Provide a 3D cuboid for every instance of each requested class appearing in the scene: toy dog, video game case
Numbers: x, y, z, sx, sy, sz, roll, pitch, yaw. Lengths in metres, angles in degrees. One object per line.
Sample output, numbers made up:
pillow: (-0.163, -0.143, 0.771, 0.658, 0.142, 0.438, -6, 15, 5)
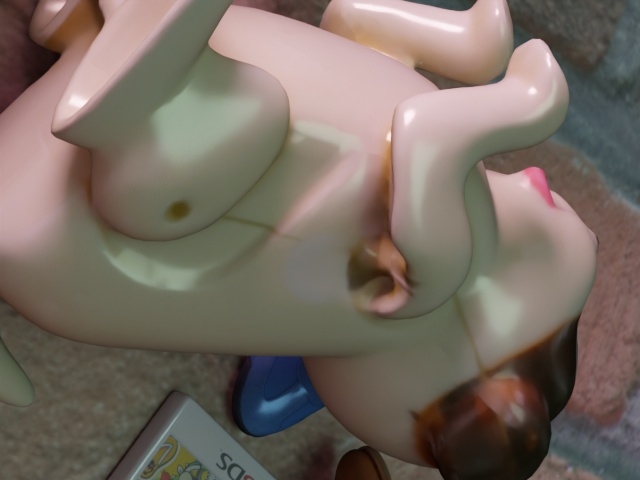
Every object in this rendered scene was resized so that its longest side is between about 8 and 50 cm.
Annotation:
toy dog: (0.000, 0.000, 1.026, 0.408, 0.284, 0.395, 31, 93, -24)
video game case: (-0.105, 0.258, 1.184, 0.227, 0.026, 0.206, -54, 126, -18)

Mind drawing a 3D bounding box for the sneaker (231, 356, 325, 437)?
sneaker: (0.025, 0.076, 1.222, 0.209, 0.082, 0.069, -37, 121, -26)

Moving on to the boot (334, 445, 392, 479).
boot: (-0.025, 0.226, 1.179, 0.152, 0.073, 0.197, 9, 50, -9)
